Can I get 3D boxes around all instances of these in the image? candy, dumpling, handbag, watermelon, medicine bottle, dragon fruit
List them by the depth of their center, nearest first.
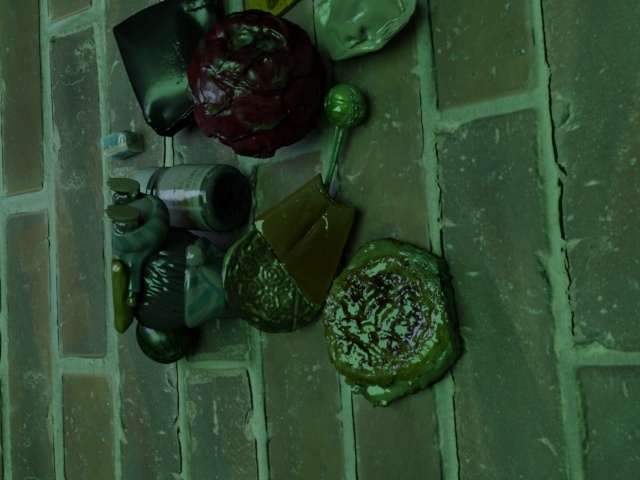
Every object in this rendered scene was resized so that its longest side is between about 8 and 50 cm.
[{"bbox_3d":[0.095,-0.470,1.656,0.250,0.132,0.163,-1,84,34],"label":"dumpling"},{"bbox_3d":[-0.140,-0.347,1.700,0.329,0.329,0.329,-2,87,34],"label":"dragon fruit"},{"bbox_3d":[0.027,-0.183,1.727,0.092,0.093,0.336,24,108,31],"label":"candy"},{"bbox_3d":[-0.323,-0.106,1.899,0.273,0.165,0.165,2,89,34],"label":"medicine bottle"},{"bbox_3d":[-0.344,-0.466,1.948,0.288,0.152,0.342,-26,77,18],"label":"handbag"},{"bbox_3d":[-0.404,0.225,1.957,0.187,0.140,0.141,45,112,34],"label":"watermelon"}]

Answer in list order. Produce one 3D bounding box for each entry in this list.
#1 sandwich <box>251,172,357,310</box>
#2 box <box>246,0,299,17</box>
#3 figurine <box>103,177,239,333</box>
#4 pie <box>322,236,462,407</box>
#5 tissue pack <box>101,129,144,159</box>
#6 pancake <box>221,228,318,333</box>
[{"bbox_3d":[0.000,0.000,1.698,0.212,0.063,0.245,-36,93,-2],"label":"sandwich"},{"bbox_3d":[-0.105,-0.582,1.859,0.155,0.023,0.087,-32,74,29],"label":"box"},{"bbox_3d":[-0.303,0.034,1.809,0.266,0.377,0.361,-109,22,-46],"label":"figurine"},{"bbox_3d":[0.142,0.168,1.615,0.288,0.103,0.355,-10,80,27],"label":"pie"},{"bbox_3d":[-0.537,-0.259,2.103,0.094,0.074,0.059,-15,77,30],"label":"tissue pack"},{"bbox_3d":[-0.103,0.083,1.738,0.031,0.250,0.250,178,92,-79],"label":"pancake"}]
